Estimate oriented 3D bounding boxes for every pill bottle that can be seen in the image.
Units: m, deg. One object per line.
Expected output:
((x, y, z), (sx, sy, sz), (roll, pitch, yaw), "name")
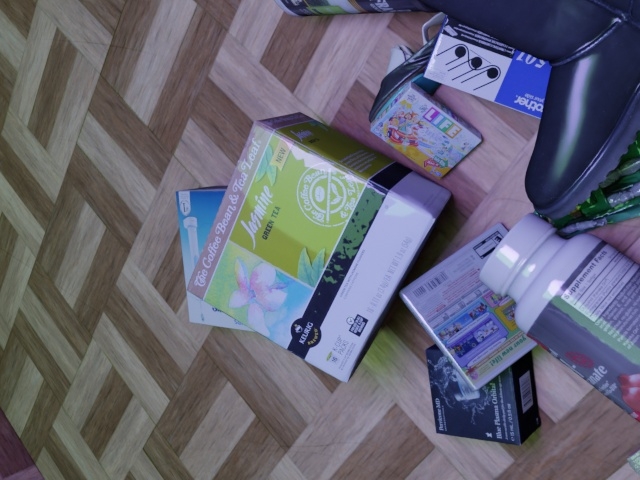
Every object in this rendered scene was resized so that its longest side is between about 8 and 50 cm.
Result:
((0.394, 0.102, 0.953), (0.318, 0.176, 0.176), (40, 121, 21), "pill bottle")

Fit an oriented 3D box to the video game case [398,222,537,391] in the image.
((0.266, 0.101, 1.068), (0.193, 0.212, 0.023), (53, 168, 17), "video game case")

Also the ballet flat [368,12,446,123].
((0.181, -0.302, 1.110), (0.280, 0.095, 0.096), (-36, 67, 27), "ballet flat")

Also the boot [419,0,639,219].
((0.233, -0.283, 0.894), (0.445, 0.146, 0.367), (28, 106, -8), "boot")

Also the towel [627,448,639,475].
((0.546, 0.354, 0.991), (0.148, 0.027, 0.110), (45, 124, 22), "towel")

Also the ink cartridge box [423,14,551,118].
((0.270, -0.262, 1.012), (0.207, 0.046, 0.097), (21, 114, 2), "ink cartridge box")

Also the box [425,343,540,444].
((0.276, 0.251, 1.140), (0.158, 0.093, 0.156), (-4, 97, 40), "box")

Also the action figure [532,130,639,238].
((0.406, -0.063, 0.998), (0.232, 0.063, 0.137), (-31, 83, 41), "action figure")

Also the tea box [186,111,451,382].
((0.000, 0.000, 1.152), (0.323, 0.220, 0.329), (28, 111, 10), "tea box")

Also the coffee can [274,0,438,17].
((0.069, -0.472, 1.085), (0.275, 0.201, 0.201), (12, 106, 36), "coffee can")

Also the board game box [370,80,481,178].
((0.175, -0.181, 1.112), (0.154, 0.026, 0.103), (31, 127, -18), "board game box")

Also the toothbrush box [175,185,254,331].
((-0.181, 0.032, 1.429), (0.216, 0.126, 0.295), (1, 99, 37), "toothbrush box")
